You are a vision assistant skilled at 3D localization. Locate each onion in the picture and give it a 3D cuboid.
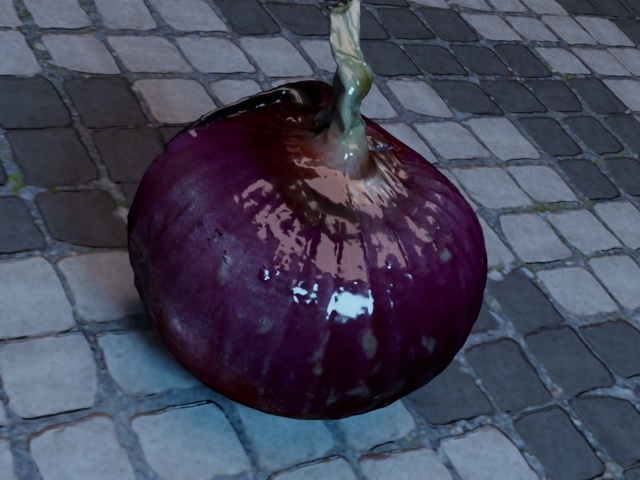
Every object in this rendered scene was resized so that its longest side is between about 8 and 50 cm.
[{"bbox_3d":[-0.003,0.025,0.817,0.256,0.272,0.230,-34,66,-9],"label":"onion"}]
